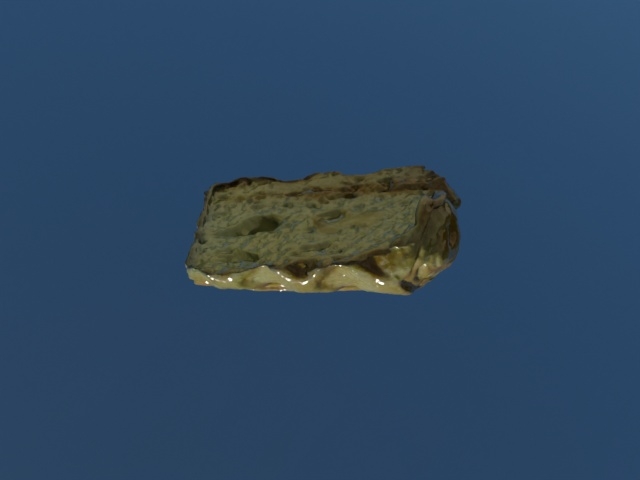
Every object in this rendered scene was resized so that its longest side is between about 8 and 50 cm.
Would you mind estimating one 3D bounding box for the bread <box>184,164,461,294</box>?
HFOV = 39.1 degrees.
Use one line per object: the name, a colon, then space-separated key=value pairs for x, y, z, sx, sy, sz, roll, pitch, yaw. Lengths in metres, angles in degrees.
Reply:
bread: x=0.000 y=0.000 z=0.734 sx=0.232 sy=0.088 sz=0.128 roll=-4 pitch=-145 yaw=19
